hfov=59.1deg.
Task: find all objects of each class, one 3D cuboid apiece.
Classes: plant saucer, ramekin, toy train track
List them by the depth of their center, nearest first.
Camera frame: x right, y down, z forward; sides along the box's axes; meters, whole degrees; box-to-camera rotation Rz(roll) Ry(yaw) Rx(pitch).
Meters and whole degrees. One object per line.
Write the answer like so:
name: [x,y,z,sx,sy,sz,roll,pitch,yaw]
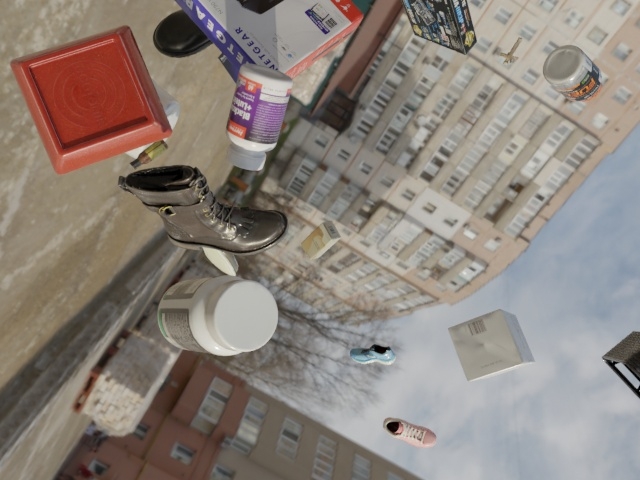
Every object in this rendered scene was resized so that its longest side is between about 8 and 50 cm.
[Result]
plant saucer: [-0.479,-0.302,1.183,0.259,0.258,0.048,-22,-176,-11]
toy train track: [0.490,-0.479,1.440,0.083,0.048,0.014,111,-8,-56]
ramekin: [-0.606,-0.409,1.952,0.277,0.135,0.277,-55,-176,7]

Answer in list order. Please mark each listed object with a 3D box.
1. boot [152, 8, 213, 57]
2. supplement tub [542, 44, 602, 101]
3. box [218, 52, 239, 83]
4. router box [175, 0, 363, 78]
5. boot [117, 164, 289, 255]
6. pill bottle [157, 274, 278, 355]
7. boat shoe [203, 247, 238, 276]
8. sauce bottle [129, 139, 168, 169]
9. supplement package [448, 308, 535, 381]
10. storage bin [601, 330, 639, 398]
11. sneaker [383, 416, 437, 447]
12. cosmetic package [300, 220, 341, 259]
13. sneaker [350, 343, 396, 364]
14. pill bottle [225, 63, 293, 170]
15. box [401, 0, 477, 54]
boot: [-0.353,-0.645,1.595,0.348,0.131,0.260,-20,-177,8]
supplement tub: [0.728,-0.471,1.618,0.117,0.190,0.117,-11,-106,43]
box: [-0.226,-0.600,1.943,0.153,0.207,0.108,-32,-175,44]
router box: [-0.122,-0.533,1.263,0.301,0.335,0.082,-44,-178,-24]
boot: [-0.197,-0.057,1.004,0.229,0.263,0.091,82,5,-65]
pill bottle: [-0.274,0.196,1.483,0.361,0.204,0.204,-9,-133,55]
boat shoe: [-0.347,0.009,1.906,0.091,0.109,0.305,-57,143,-26]
sauce bottle: [-0.538,-0.269,1.768,0.128,0.042,0.042,-37,-179,-12]
supplement package: [0.428,0.261,1.399,0.139,0.134,0.244,-25,160,20]
storage bin: [0.612,0.240,1.038,0.084,0.122,0.180,-42,166,5]
sneaker: [0.212,0.462,1.357,0.070,0.134,0.051,57,51,-70]
cosmetic package: [0.000,0.000,1.580,0.041,0.060,0.115,-14,157,-45]
sneaker: [0.179,0.384,1.965,0.063,0.162,0.073,-67,147,-49]
pill bottle: [-0.130,-0.245,1.139,0.108,0.108,0.193,-72,-179,-66]
box: [0.276,-0.562,1.363,0.051,0.175,0.220,-50,144,-4]
